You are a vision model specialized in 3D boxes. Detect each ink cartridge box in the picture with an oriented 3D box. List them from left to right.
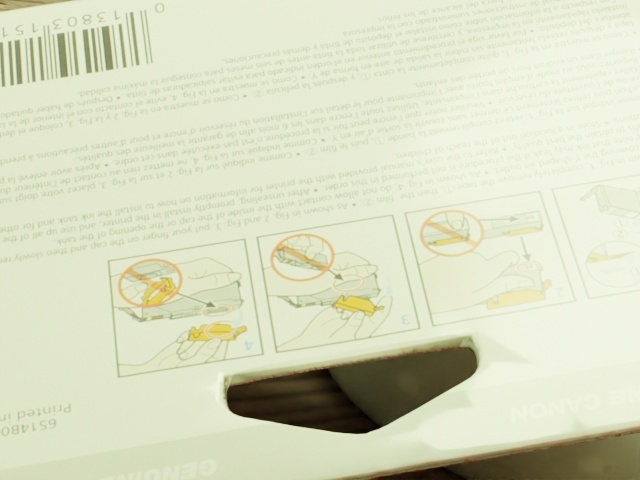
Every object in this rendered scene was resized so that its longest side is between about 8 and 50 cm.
[{"bbox_3d":[0.000,0.000,0.709,0.296,0.066,0.261,-9,49,-2],"label":"ink cartridge box"}]

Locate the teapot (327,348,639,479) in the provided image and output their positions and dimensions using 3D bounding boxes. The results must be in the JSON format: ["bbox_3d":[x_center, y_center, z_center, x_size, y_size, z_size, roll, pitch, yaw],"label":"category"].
[{"bbox_3d":[0.123,0.003,0.892,0.252,0.187,0.256,29,21,27],"label":"teapot"}]
